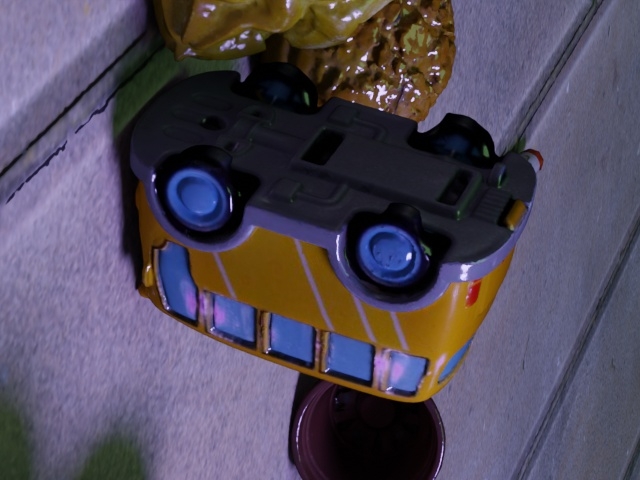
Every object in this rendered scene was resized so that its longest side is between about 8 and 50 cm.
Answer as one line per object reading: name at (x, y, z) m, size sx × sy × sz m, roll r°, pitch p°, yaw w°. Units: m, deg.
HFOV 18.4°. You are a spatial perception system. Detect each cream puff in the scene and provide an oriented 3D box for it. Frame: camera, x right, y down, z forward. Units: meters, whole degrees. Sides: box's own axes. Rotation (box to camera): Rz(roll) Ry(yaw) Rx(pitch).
cream puff at (-0.026, -0.156, 1.040) m, size 0.116 × 0.146 × 0.146 m, roll -44°, pitch -172°, yaw 40°
cream puff at (0.028, -0.118, 1.204) m, size 0.126 × 0.103 × 0.144 m, roll 12°, pitch 96°, yaw -66°

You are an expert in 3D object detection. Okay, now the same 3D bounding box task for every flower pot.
flower pot at (0.036, 0.130, 1.405) m, size 0.089 × 0.111 × 0.111 m, roll -68°, pitch 164°, yaw -77°

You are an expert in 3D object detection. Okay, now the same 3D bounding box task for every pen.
pen at (0.158, -0.042, 1.762) m, size 0.239 × 0.028 × 0.028 m, roll -38°, pitch 135°, yaw -64°

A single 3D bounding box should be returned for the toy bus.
toy bus at (0.000, 0.000, 1.057) m, size 0.126 × 0.209 × 0.136 m, roll -55°, pitch 159°, yaw -52°
